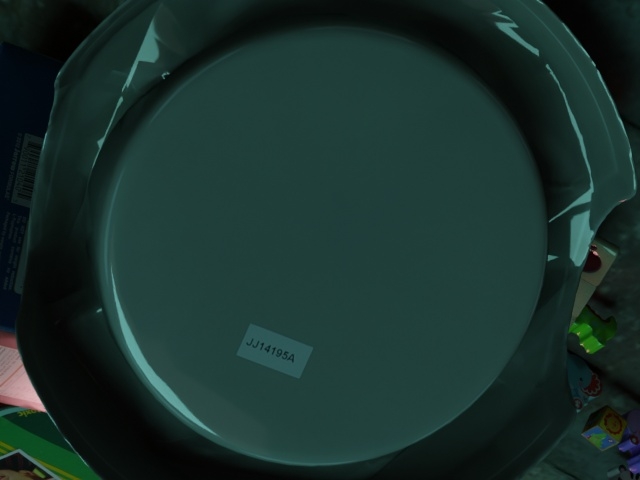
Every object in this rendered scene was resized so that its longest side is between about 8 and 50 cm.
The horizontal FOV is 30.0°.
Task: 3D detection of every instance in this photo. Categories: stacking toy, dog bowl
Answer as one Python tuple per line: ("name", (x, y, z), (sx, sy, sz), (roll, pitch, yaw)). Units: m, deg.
("stacking toy", (0.219, 0.130, 0.919), (0.221, 0.052, 0.167), (39, 144, -4))
("dog bowl", (0.000, 0.000, 0.683), (0.349, 0.348, 0.102), (37, -176, -15))

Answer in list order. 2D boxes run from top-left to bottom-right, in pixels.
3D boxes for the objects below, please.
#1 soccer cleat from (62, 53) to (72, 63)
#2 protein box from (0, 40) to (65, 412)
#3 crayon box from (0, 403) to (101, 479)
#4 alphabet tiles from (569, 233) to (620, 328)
("soccer cleat", (-0.235, -0.100, 0.904), (0.179, 0.060, 0.072), (3, 141, 25))
("protein box", (-0.159, 0.007, 0.823), (0.201, 0.199, 0.136), (18, 150, -25))
("crayon box", (-0.340, 0.233, 1.101), (0.363, 0.106, 0.313), (-13, 134, 6))
("alphabet tiles", (0.072, 0.002, 0.849), (0.237, 0.009, 0.198), (32, 146, 11))
